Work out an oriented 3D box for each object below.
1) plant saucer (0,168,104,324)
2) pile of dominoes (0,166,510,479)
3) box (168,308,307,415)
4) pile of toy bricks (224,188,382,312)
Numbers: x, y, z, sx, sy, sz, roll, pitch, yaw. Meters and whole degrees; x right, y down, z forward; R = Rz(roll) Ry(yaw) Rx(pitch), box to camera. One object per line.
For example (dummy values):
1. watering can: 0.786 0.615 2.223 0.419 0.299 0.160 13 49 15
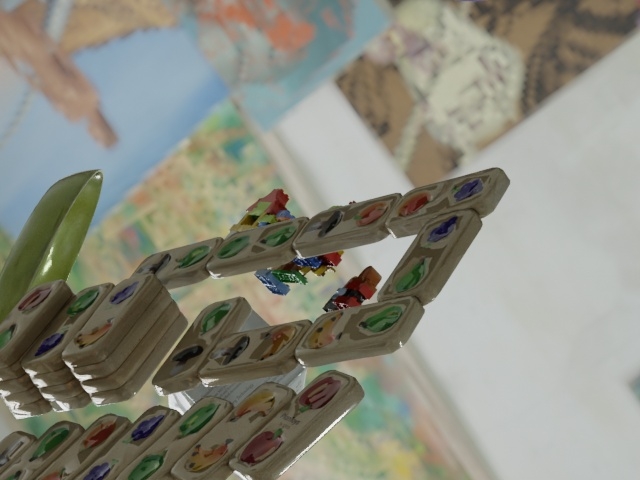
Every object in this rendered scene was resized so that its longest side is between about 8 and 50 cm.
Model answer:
1. plant saucer: -0.281 0.032 1.837 0.241 0.037 0.241 24 90 -90
2. pile of dominoes: -0.059 0.039 0.825 0.251 0.040 0.196 -14 -151 41
3. box: -0.075 0.130 1.679 0.102 0.087 0.101 -44 167 -18
4. pile of toy bricks: 0.000 0.000 1.872 0.105 0.118 0.212 -50 -158 -15
